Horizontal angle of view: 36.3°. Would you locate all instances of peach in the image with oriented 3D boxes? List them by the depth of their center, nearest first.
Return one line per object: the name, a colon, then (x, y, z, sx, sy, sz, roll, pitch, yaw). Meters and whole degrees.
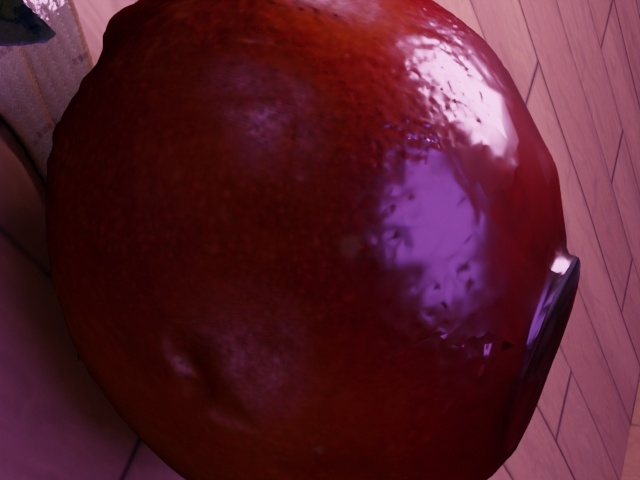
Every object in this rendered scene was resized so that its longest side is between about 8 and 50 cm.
peach: (0.015, 0.016, 0.669, 0.335, 0.310, 0.406, -41, 138, -42)

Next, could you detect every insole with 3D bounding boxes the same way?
insole: (-0.180, -0.094, 0.651, 0.119, 0.009, 0.348, -56, 137, -43)

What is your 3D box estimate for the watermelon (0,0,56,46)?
watermelon: (-0.234, -0.154, 0.517, 0.101, 0.080, 0.155, -34, 131, -2)
